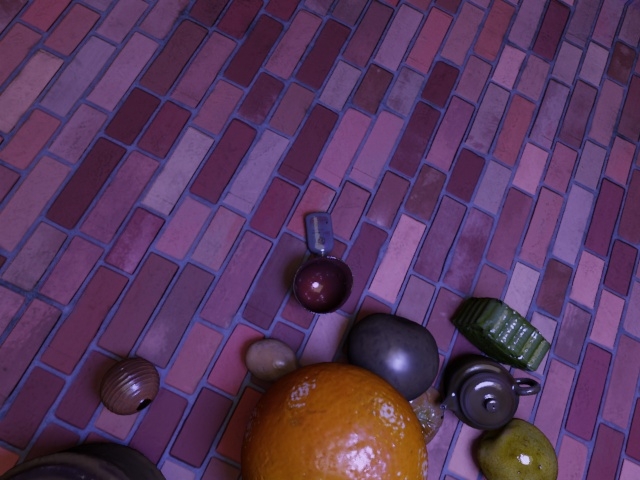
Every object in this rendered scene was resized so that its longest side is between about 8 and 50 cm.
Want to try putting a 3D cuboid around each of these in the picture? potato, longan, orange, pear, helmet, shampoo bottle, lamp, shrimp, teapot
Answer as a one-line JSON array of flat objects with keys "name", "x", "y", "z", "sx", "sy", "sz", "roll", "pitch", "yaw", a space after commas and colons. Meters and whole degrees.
[{"name": "potato", "x": -0.126, "y": 0.313, "z": 1.105, "sx": 0.146, "sy": 0.112, "sz": 0.112, "roll": 17, "pitch": 74, "yaw": 2}, {"name": "longan", "x": 0.193, "y": 0.307, "z": 1.105, "sx": 0.245, "sy": 0.215, "sz": 0.247, "roll": -3, "pitch": 96, "yaw": -32}, {"name": "orange", "x": 0.023, "y": 0.483, "z": 0.926, "sx": 0.423, "sy": 0.326, "sz": 0.425, "roll": 5, "pitch": 111, "yaw": 13}, {"name": "pear", "x": 0.519, "y": 0.574, "z": 1.097, "sx": 0.197, "sy": 0.197, "sz": 0.198, "roll": 2, "pitch": 76, "yaw": -9}, {"name": "helmet", "x": 0.000, "y": 0.126, "z": 1.166, "sx": 0.175, "sy": 0.106, "sz": 0.155, "roll": -39, "pitch": 87, "yaw": -18}, {"name": "shampoo bottle", "x": 0.000, "y": 0.000, "z": 1.230, "sx": 0.079, "sy": 0.040, "sz": 0.165, "roll": -3, "pitch": 76, "yaw": -12}, {"name": "lamp", "x": -0.461, "y": 0.354, "z": 1.022, "sx": 0.136, "sy": 0.136, "sz": 0.137, "roll": 2, "pitch": 76, "yaw": -9}, {"name": "shrimp", "x": 0.235, "y": 0.512, "z": 1.140, "sx": 0.267, "sy": 0.061, "sz": 0.145, "roll": -44, "pitch": 96, "yaw": -18}, {"name": "teapot", "x": 0.443, "y": 0.406, "z": 1.110, "sx": 0.267, "sy": 0.175, "sz": 0.186, "roll": -13, "pitch": 89, "yaw": 5}]

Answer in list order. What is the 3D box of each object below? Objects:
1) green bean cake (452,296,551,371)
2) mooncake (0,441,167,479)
[{"name": "green bean cake", "x": 0.492, "y": 0.256, "z": 1.162, "sx": 0.200, "sy": 0.214, "sz": 0.113, "roll": 41, "pitch": 79, "yaw": 0}, {"name": "mooncake", "x": -0.520, "y": 0.644, "z": 0.882, "sx": 0.393, "sy": 0.246, "sz": 0.394, "roll": 28, "pitch": 80, "yaw": 8}]
